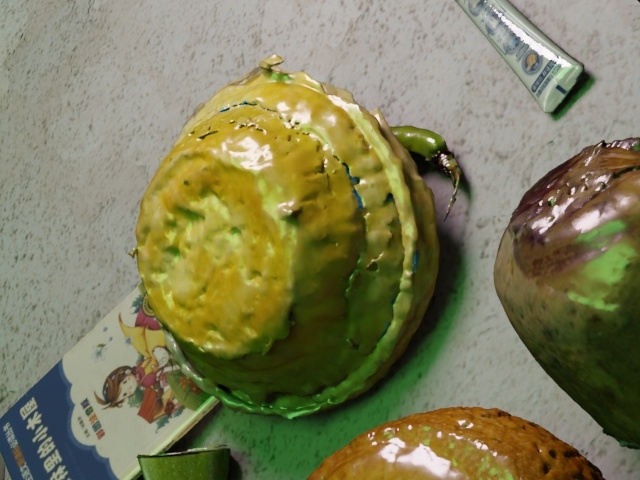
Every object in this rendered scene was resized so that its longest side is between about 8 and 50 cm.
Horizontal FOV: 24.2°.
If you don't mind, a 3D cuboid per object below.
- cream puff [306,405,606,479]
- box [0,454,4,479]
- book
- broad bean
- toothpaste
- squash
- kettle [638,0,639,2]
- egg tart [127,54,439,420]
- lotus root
[{"bbox_3d":[0.124,0.287,1.260,0.303,0.212,0.303,-14,64,31],"label":"cream puff"},{"bbox_3d":[-0.545,0.320,1.971,0.226,0.149,0.226,-21,59,39],"label":"box"},{"bbox_3d":[-0.248,0.194,1.773,0.322,0.018,0.228,-44,45,6],"label":"book"},{"bbox_3d":[0.030,-0.085,1.628,0.318,0.056,0.098,8,62,47],"label":"broad bean"},{"bbox_3d":[0.192,-0.220,1.544,0.062,0.039,0.239,-53,45,20],"label":"toothpaste"},{"bbox_3d":[-0.143,0.294,1.632,0.105,0.105,0.132,-12,83,42],"label":"squash"},{"bbox_3d":[0.293,-0.298,1.290,0.268,0.290,0.207,5,77,48],"label":"kettle"},{"bbox_3d":[-0.064,0.002,1.556,0.388,0.169,0.388,1,93,36],"label":"egg tart"},{"bbox_3d":[0.259,0.019,1.213,0.272,0.192,0.272,-45,10,10],"label":"lotus root"}]
